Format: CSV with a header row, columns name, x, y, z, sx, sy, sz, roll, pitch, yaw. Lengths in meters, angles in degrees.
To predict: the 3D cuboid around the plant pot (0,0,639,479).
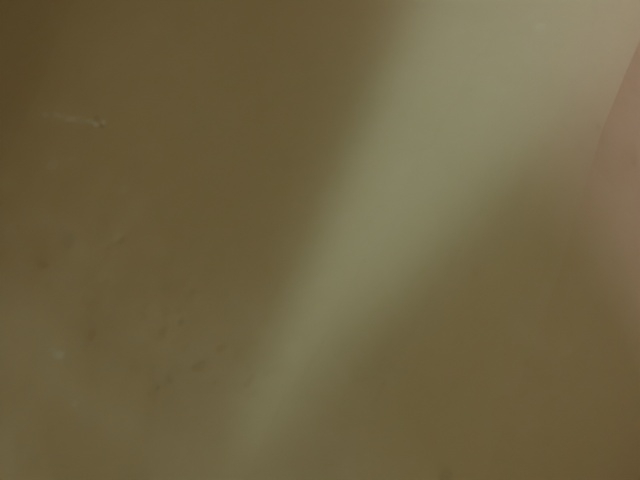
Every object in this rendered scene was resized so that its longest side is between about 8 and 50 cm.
name,x,y,z,sx,sy,sz,roll,pitch,yaw
plant pot,0.000,0.000,0.457,0.323,0.323,0.280,34,61,-10
